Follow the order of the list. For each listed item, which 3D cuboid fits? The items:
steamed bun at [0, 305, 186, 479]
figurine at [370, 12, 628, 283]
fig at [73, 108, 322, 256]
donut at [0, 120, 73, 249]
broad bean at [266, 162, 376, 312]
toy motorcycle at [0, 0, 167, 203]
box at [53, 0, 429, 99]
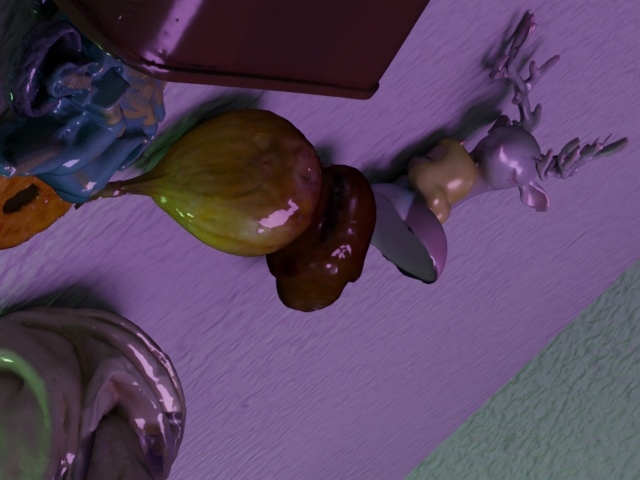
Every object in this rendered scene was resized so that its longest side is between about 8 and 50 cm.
[{"bbox_3d":[-0.284,0.259,1.678,0.394,0.237,0.347,-39,148,-32],"label":"steamed bun"},{"bbox_3d":[0.223,-0.095,1.962,0.315,0.206,0.284,-39,169,-15],"label":"figurine"},{"bbox_3d":[-0.130,-0.053,1.583,0.257,0.159,0.159,-7,145,-22],"label":"fig"},{"bbox_3d":[-0.287,-0.052,1.405,0.152,0.058,0.152,-34,158,-16],"label":"donut"},{"bbox_3d":[-0.003,-0.002,1.868,0.122,0.156,0.228,12,148,-9],"label":"broad bean"},{"bbox_3d":[-0.203,-0.120,1.299,0.198,0.109,0.296,-67,167,14],"label":"toy motorcycle"},{"bbox_3d":[-0.049,-0.271,1.141,0.339,0.239,0.229,-4,136,-55],"label":"box"}]
